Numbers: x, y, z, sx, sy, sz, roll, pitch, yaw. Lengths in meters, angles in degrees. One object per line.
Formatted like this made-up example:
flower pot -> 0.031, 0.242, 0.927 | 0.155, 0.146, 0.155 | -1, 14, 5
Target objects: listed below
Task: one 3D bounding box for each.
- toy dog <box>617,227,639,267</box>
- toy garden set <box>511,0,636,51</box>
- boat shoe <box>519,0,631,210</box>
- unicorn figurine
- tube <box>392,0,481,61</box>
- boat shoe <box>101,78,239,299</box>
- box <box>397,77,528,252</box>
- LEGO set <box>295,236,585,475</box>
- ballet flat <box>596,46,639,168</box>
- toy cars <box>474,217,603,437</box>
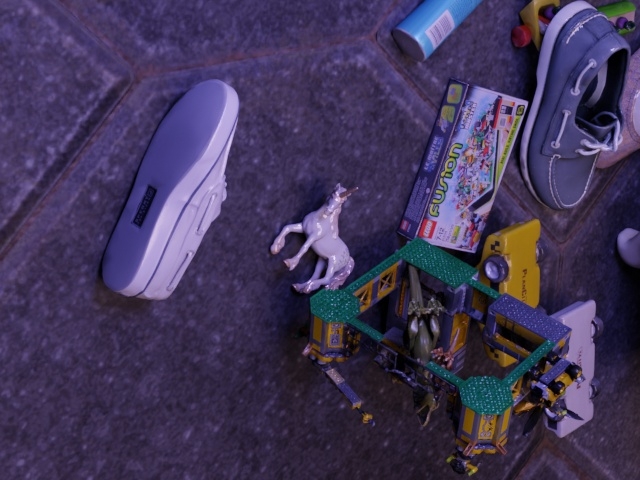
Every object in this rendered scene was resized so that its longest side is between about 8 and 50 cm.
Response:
toy dog -> 0.604, 0.066, 2.052 | 0.284, 0.395, 0.408 | -17, 138, -47
toy garden set -> 0.334, -0.357, 1.873 | 0.203, 0.049, 0.244 | -18, 119, -31
boat shoe -> 0.332, -0.149, 1.899 | 0.116, 0.099, 0.319 | -27, 138, -26
unicorn figurine -> 0.000, 0.000, 1.772 | 0.111, 0.060, 0.162 | -41, 148, -12
tube -> 0.174, -0.299, 1.776 | 0.207, 0.052, 0.080 | -45, 162, -16
boat shoe -> -0.148, -0.052, 1.620 | 0.084, 0.095, 0.258 | 18, 108, -45
box -> 0.180, -0.092, 1.879 | 0.114, 0.036, 0.207 | 10, 103, -39
LEGO set -> 0.141, 0.164, 1.785 | 0.255, 0.331, 0.192 | -43, 148, -43
ballet flat -> 0.470, -0.227, 1.996 | 0.107, 0.106, 0.316 | 31, 90, -41
toy cars -> 0.284, 0.117, 2.021 | 0.176, 0.087, 0.394 | -59, 137, -17
